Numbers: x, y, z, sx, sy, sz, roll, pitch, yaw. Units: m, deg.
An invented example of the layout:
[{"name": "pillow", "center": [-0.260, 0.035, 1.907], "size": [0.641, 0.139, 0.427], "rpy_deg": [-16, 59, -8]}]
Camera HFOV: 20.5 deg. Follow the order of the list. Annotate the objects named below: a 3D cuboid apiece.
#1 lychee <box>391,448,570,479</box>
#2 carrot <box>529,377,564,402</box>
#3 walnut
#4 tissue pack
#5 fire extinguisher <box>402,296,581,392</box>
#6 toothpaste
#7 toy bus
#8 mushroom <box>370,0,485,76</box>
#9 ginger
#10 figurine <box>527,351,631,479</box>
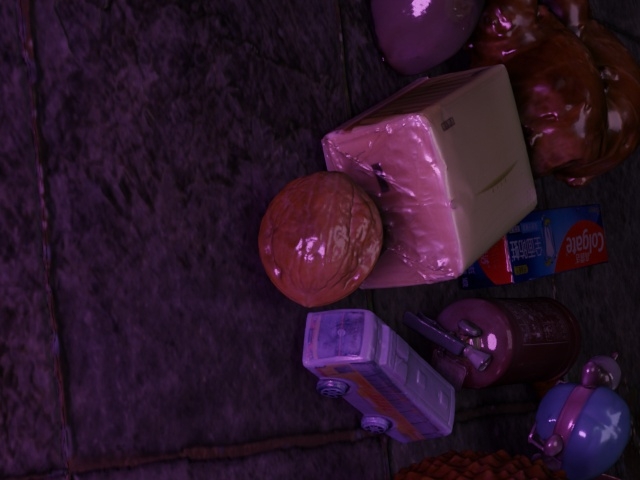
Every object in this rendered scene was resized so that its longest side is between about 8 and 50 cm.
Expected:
[{"name": "lychee", "center": [0.147, 0.303, 1.535], "size": [0.267, 0.267, 0.268], "rpy_deg": [27, 59, -57]}, {"name": "carrot", "center": [0.266, 0.179, 2.021], "size": [0.171, 0.042, 0.042], "rpy_deg": [63, 33, -34]}, {"name": "walnut", "center": [0.000, 0.000, 1.509], "size": [0.105, 0.105, 0.124], "rpy_deg": [38, 56, -53]}, {"name": "tissue pack", "center": [0.110, -0.064, 1.703], "size": [0.234, 0.125, 0.159], "rpy_deg": [-34, 112, -59]}, {"name": "fire extinguisher", "center": [0.176, 0.102, 1.823], "size": [0.269, 0.104, 0.105], "rpy_deg": [2, 81, -62]}, {"name": "toothpaste", "center": [0.242, 0.004, 1.999], "size": [0.320, 0.066, 0.076], "rpy_deg": [-9, 90, -62]}, {"name": "toy bus", "center": [0.054, 0.125, 1.598], "size": [0.190, 0.075, 0.064], "rpy_deg": [45, 45, -50]}, {"name": "mushroom", "center": [0.115, -0.262, 1.804], "size": [0.141, 0.117, 0.188], "rpy_deg": [20, 69, -46]}, {"name": "ginger", "center": [0.258, -0.197, 2.013], "size": [0.357, 0.152, 0.274], "rpy_deg": [-8, 69, -63]}, {"name": "figurine", "center": [0.296, 0.213, 1.931], "size": [0.205, 0.103, 0.260], "rpy_deg": [-51, 158, -17]}]
